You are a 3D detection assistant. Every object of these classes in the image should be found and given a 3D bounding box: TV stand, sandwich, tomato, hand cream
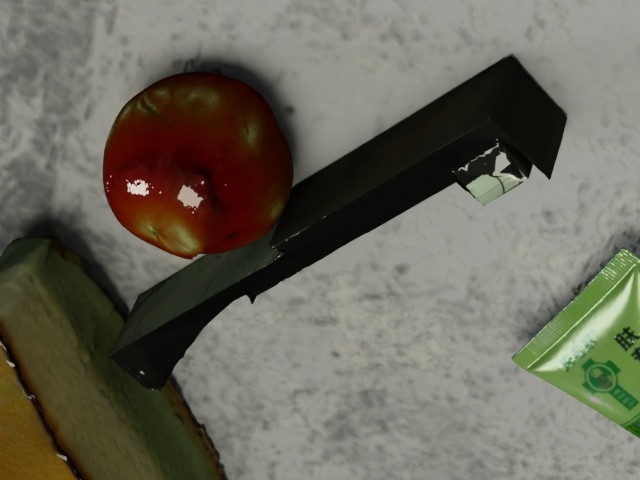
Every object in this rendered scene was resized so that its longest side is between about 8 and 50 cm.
[{"bbox_3d":[0.000,0.000,0.871,0.256,0.049,0.040,-30,115,36],"label":"TV stand"},{"bbox_3d":[-0.177,0.104,0.979,0.186,0.108,0.220,-8,128,24],"label":"sandwich"},{"bbox_3d":[-0.058,-0.031,0.847,0.087,0.075,0.087,12,135,13],"label":"tomato"},{"bbox_3d":[0.184,0.079,0.875,0.175,0.046,0.095,33,134,-7],"label":"hand cream"}]
